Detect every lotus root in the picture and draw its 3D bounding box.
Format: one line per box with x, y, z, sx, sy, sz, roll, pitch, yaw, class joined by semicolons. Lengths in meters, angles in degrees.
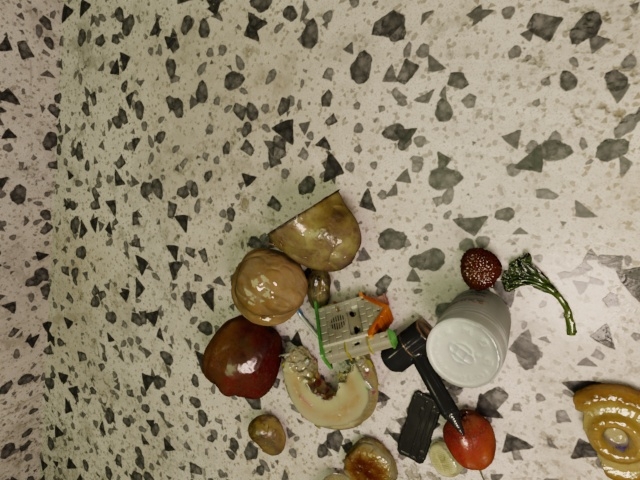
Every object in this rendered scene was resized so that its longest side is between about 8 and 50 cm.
-0.008;0.176;1.485;0.089;0.080;0.179;-1;104;-14;lotus root

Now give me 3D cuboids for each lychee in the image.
0.478;0.084;1.200;0.123;0.123;0.129;-45;55;25;lychee

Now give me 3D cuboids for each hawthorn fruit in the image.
-0.296;0.445;1.553;0.309;0.308;0.324;17;116;25;hawthorn fruit
0.480;0.676;1.254;0.166;0.165;0.285;-10;101;29;hawthorn fruit

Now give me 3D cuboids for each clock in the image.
0.122;0.290;1.360;0.256;0.106;0.219;-17;45;10;clock

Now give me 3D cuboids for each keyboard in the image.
0.344;0.652;1.393;0.106;0.016;0.262;18;105;25;keyboard

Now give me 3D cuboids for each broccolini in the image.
0.633;0.173;1.167;0.123;0.062;0.271;-40;80;36;broccolini

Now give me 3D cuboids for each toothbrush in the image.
-0.082;0.271;1.562;0.386;0.040;0.040;48;115;12;toothbrush

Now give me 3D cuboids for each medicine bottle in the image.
0.425;0.261;1.123;0.190;0.332;0.189;4;98;27;medicine bottle

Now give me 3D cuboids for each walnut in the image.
-0.182;0.162;1.433;0.285;0.285;0.296;56;148;11;walnut

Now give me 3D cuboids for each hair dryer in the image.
0.333;0.445;1.258;0.189;0.107;0.352;-48;47;27;hair dryer

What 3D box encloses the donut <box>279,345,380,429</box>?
0.045;0.529;1.456;0.372;0.150;0.306;-8;95;27;donut

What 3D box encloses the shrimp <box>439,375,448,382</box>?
0.438;0.434;1.286;0.191;0.073;0.074;4;110;30;shrimp

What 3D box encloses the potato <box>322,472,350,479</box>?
0.076;0.996;1.520;0.203;0.182;0.117;20;144;6;potato

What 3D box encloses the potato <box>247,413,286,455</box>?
-0.217;0.796;1.650;0.137;0.137;0.175;-29;104;28;potato

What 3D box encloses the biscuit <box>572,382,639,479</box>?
0.832;0.515;1.078;0.213;0.091;0.273;-31;79;29;biscuit

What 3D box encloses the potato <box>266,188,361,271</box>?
0.000;0.000;1.375;0.237;0.301;0.289;58;154;-5;potato

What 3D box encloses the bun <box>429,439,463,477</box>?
0.421;0.722;1.332;0.115;0.069;0.115;4;96;48;bun

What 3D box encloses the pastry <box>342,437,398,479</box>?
0.184;0.818;1.454;0.182;0.093;0.192;43;117;16;pastry
